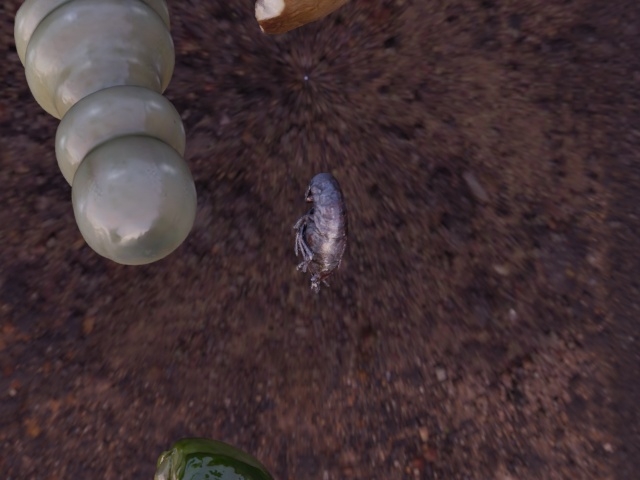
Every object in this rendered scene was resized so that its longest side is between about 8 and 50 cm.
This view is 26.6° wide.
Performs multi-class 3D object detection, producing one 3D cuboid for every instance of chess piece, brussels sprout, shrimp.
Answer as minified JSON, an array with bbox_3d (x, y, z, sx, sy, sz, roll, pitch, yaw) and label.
[{"bbox_3d":[-0.213,-0.122,1.430,0.182,0.182,0.330,-21,54,2],"label":"chess piece"},{"bbox_3d":[-0.117,0.297,1.463,0.145,0.131,0.183,15,132,-10],"label":"brussels sprout"},{"bbox_3d":[0.000,0.000,1.379,0.057,0.165,0.065,-12,56,-22],"label":"shrimp"}]

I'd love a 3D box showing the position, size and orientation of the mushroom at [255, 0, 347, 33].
[{"bbox_3d":[-0.034,-0.371,1.419,0.233,0.208,0.301,-54,53,41],"label":"mushroom"}]
